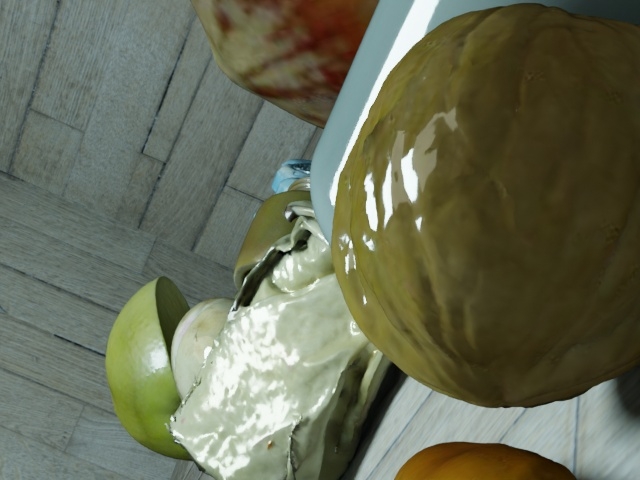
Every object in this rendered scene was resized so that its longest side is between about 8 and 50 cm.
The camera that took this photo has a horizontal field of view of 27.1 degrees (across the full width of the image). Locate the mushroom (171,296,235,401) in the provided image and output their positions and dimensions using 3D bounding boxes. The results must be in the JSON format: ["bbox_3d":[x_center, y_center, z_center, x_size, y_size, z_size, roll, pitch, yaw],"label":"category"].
[{"bbox_3d":[-0.095,0.182,1.709,0.184,0.255,0.255,-33,5,-4],"label":"mushroom"}]

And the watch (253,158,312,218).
[{"bbox_3d":[0.000,0.000,1.756,0.211,0.211,0.193,-93,13,-76],"label":"watch"}]

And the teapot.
[{"bbox_3d":[0.003,0.003,1.531,0.267,0.185,0.175,-6,50,44],"label":"teapot"}]

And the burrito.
[{"bbox_3d":[-0.004,0.119,1.364,0.190,0.135,0.332,42,111,36],"label":"burrito"}]

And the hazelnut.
[{"bbox_3d":[0.043,-0.285,1.247,0.359,0.409,0.359,-51,1,1],"label":"hazelnut"}]

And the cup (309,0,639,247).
[{"bbox_3d":[0.124,-0.110,0.923,0.205,0.205,0.312,-77,11,-57],"label":"cup"}]

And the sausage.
[{"bbox_3d":[0.089,0.163,0.757,0.238,0.098,0.098,145,148,-80],"label":"sausage"}]

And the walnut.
[{"bbox_3d":[0.112,-0.015,0.727,0.228,0.228,0.228,-157,90,-84],"label":"walnut"}]

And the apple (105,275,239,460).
[{"bbox_3d":[-0.175,0.188,1.965,0.254,0.292,0.292,-99,32,-66],"label":"apple"}]
